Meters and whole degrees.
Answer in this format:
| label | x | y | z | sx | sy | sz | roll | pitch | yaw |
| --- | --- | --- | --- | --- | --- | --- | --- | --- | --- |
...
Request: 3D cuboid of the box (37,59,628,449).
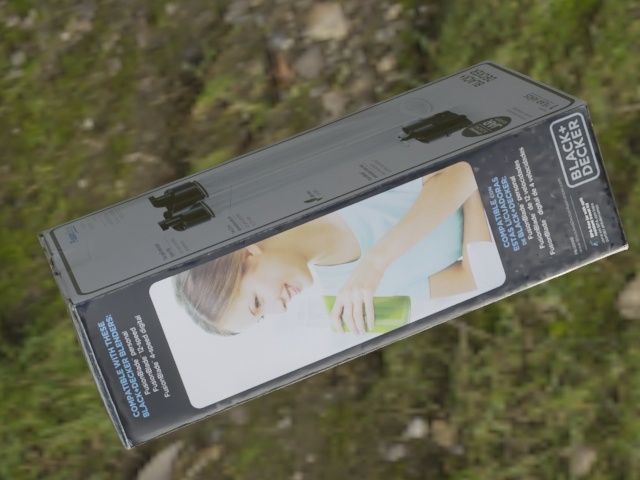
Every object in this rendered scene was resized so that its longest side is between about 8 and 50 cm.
| label | x | y | z | sx | sy | sz | roll | pitch | yaw |
| --- | --- | --- | --- | --- | --- | --- | --- | --- | --- |
| box | 0.000 | 0.000 | 1.062 | 0.290 | 0.169 | 0.087 | -21 | 107 | -9 |
